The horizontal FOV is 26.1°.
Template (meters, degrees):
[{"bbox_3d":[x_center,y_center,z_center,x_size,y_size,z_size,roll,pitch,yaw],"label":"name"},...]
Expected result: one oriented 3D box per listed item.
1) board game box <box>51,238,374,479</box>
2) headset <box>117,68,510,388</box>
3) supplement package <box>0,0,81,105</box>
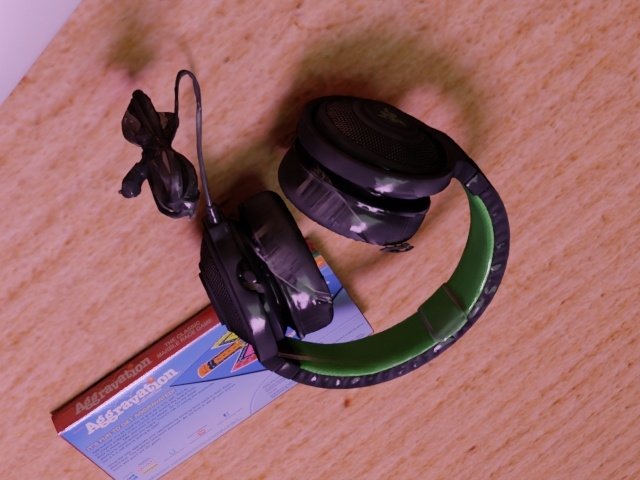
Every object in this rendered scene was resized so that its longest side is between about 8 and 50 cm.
[{"bbox_3d":[-0.094,0.121,1.274,0.281,0.027,0.145,-34,141,0],"label":"board game box"},{"bbox_3d":[0.000,0.000,1.095,0.243,0.185,0.394,-46,128,13],"label":"headset"},{"bbox_3d":[-0.225,-0.201,0.754,0.175,0.177,0.293,24,114,-45],"label":"supplement package"}]
